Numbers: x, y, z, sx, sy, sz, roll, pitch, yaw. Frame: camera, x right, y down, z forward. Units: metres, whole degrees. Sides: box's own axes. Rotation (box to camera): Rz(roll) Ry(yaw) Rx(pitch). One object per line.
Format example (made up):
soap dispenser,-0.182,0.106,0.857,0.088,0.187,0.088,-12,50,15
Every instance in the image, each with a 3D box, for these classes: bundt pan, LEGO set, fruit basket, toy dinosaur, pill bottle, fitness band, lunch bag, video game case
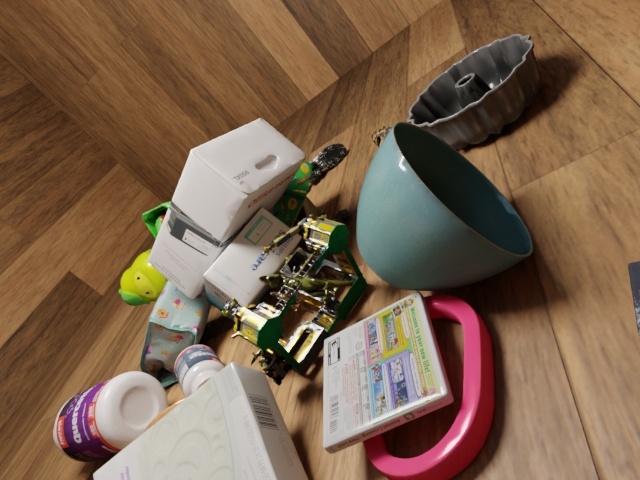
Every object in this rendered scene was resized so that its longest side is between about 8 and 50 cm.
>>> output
bundt pan,0.387,-0.350,1.129,0.331,0.124,0.331,-35,26,19
LEGO set,-0.070,0.100,0.926,0.192,0.255,0.331,19,71,38
fruit basket,-0.446,0.068,1.432,0.283,0.392,0.392,-10,40,52
toy dinosaur,0.000,0.000,1.222,0.118,0.064,0.268,-9,41,30
pill bottle,-0.270,0.319,1.057,0.108,0.108,0.180,-49,25,-13
fitness band,0.149,0.205,0.669,0.209,0.054,0.290,-23,31,33
lunch bag,-0.406,0.262,1.299,0.223,0.160,0.262,-87,15,-57
pill bottle,-0.551,0.460,1.170,0.323,0.181,0.181,-28,28,31
video game case,0.088,0.190,0.688,0.193,0.023,0.212,-32,26,18

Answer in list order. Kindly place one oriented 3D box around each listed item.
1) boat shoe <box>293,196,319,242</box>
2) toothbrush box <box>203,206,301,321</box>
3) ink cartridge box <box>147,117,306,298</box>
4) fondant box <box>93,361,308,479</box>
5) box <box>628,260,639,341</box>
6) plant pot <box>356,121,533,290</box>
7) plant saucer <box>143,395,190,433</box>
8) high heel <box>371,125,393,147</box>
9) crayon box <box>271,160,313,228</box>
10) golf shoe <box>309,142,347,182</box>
boat shoe,-0.051,-0.071,1.400,0.079,0.084,0.233,-35,28,17
toothbrush box,-0.177,0.079,1.154,0.216,0.126,0.295,-53,-1,-21
ink cartridge box,-0.239,-0.081,1.158,0.395,0.166,0.285,-53,-3,39
fondant box,-0.194,0.392,0.717,0.330,0.096,0.238,-40,50,9
box,0.396,0.086,0.422,0.156,0.093,0.158,-21,33,41
plant pot,0.172,-0.028,0.769,0.195,0.290,0.290,-48,18,31
plant saucer,-0.235,0.352,0.883,0.200,0.200,0.037,-39,58,9
high heel,0.163,-0.245,1.335,0.186,0.093,0.261,-38,32,-4
crayon box,-0.116,-0.098,1.392,0.165,0.081,0.278,-80,15,-46
golf shoe,0.007,-0.291,1.689,0.198,0.077,0.094,-36,10,-7
